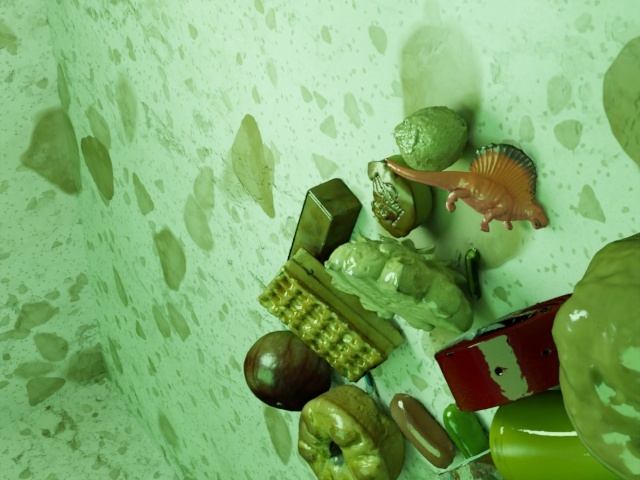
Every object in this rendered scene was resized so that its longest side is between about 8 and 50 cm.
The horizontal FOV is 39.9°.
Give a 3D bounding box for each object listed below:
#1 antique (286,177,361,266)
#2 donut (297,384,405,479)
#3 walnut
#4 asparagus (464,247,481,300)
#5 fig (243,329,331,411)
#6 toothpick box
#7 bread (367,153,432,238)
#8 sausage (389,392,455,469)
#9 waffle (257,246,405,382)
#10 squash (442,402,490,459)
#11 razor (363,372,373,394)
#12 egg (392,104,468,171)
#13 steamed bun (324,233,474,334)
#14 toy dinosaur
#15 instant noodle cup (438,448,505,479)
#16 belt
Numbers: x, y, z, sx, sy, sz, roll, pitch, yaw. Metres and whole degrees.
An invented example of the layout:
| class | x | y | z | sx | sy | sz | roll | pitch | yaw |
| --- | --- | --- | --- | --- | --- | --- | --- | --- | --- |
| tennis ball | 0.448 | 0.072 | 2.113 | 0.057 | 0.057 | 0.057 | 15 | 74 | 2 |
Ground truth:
| class | x | y | z | sx | sy | sz | roll | pitch | yaw |
| --- | --- | --- | --- | --- | --- | --- | --- | --- | --- |
| antique | 0.000 | 0.000 | 1.973 | 0.093 | 0.087 | 0.310 | 51 | 147 | 23 |
| donut | 0.069 | 0.493 | 2.122 | 0.317 | 0.150 | 0.299 | -12 | 110 | 57 |
| walnut | 0.479 | 0.152 | 1.076 | 0.383 | 0.384 | 0.383 | 38 | 140 | 40 |
| asparagus | 0.282 | 0.066 | 1.622 | 0.025 | 0.021 | 0.108 | 22 | 129 | 50 |
| fig | -0.078 | 0.330 | 2.241 | 0.235 | 0.214 | 0.235 | 15 | 129 | 19 |
| toothpick box | 0.422 | 0.327 | 1.433 | 0.271 | 0.175 | 0.175 | -20 | 94 | 57 |
| bread | 0.152 | -0.080 | 1.662 | 0.125 | 0.086 | 0.156 | 28 | 136 | 45 |
| sausage | 0.221 | 0.414 | 1.925 | 0.194 | 0.077 | 0.077 | 49 | 147 | 28 |
| waffle | 0.020 | 0.173 | 1.966 | 0.308 | 0.091 | 0.213 | 42 | 148 | 2 |
| squash | 0.316 | 0.417 | 1.785 | 0.201 | 0.066 | 0.066 | 56 | 150 | 5 |
| razor | 0.079 | 0.278 | 2.097 | 0.037 | 0.068 | 0.191 | -34 | 85 | 20 |
| egg | 0.189 | -0.173 | 1.508 | 0.118 | 0.116 | 0.140 | 42 | 146 | -4 |
| steamed bun | 0.161 | 0.067 | 1.648 | 0.292 | 0.137 | 0.295 | 24 | 164 | 13 |
| toy dinosaur | 0.251 | -0.109 | 1.430 | 0.286 | 0.070 | 0.139 | 30 | 123 | 4 |
| instant noodle cup | 0.351 | 0.497 | 1.620 | 0.231 | 0.243 | 0.243 | 64 | 151 | 16 |
| belt | 0.312 | 0.187 | 1.451 | 0.324 | 0.227 | 0.115 | -34 | 79 | 59 |
